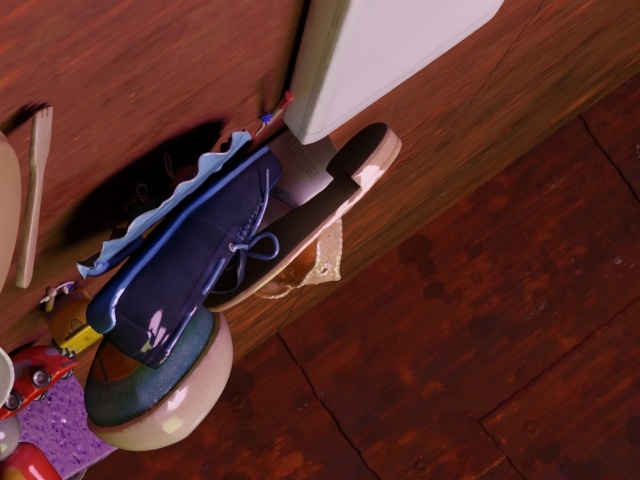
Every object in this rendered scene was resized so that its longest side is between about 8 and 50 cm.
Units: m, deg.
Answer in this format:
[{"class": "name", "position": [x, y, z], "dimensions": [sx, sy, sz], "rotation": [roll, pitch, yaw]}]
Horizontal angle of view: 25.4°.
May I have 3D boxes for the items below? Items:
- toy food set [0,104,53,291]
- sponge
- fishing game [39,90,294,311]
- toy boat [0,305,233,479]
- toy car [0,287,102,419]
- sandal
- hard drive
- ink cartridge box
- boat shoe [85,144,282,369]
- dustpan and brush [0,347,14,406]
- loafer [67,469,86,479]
[{"class": "toy food set", "position": [-0.198, -0.009, 0.775], "dimensions": [0.192, 0.038, 0.132], "rotation": [-60, 160, -76]}, {"class": "sponge", "position": [-0.336, 0.240, 1.735], "dimensions": [0.031, 0.117, 0.210], "rotation": [-36, 175, 26]}, {"class": "fishing game", "position": [-0.134, -0.037, 1.181], "dimensions": [0.264, 0.041, 0.189], "rotation": [-41, -178, -10]}, {"class": "toy boat", "position": [-0.246, 0.170, 1.600], "dimensions": [0.318, 0.148, 0.267], "rotation": [-37, -162, 2]}, {"class": "toy car", "position": [-0.225, 0.080, 1.470], "dimensions": [0.225, 0.053, 0.239], "rotation": [-32, 173, -39]}, {"class": "sandal", "position": [0.002, 0.002, 1.330], "dimensions": [0.240, 0.079, 0.088], "rotation": [-46, -154, -4]}, {"class": "hard drive", "position": [0.084, -0.200, 1.130], "dimensions": [0.233, 0.047, 0.353], "rotation": [-36, 173, -12]}, {"class": "ink cartridge box", "position": [-0.057, -0.039, 1.420], "dimensions": [0.175, 0.072, 0.127], "rotation": [-36, 173, -2]}, {"class": "boat shoe", "position": [-0.109, 0.016, 1.273], "dimensions": [0.258, 0.089, 0.109], "rotation": [-49, -167, -34]}, {"class": "dustpan and brush", "position": [-0.361, 0.180, 1.419], "dimensions": [0.147, 0.060, 0.211], "rotation": [-35, 173, -14]}, {"class": "loafer", "position": [-0.382, 0.302, 1.968], "dimensions": [0.112, 0.111, 0.319], "rotation": [-33, 173, -28]}]
